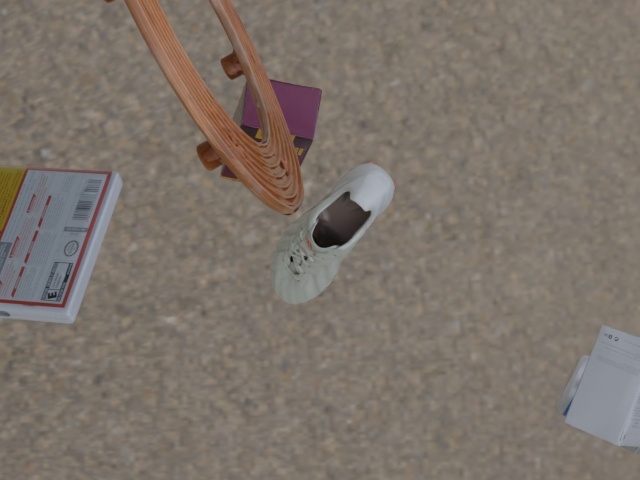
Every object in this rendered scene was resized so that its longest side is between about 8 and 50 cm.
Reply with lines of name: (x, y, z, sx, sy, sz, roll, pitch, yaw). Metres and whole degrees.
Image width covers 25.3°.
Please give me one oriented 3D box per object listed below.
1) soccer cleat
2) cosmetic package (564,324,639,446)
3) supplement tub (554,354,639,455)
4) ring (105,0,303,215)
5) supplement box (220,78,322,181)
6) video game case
soccer cleat: (0.000, 0.000, 1.356, 0.068, 0.196, 0.076, 41, 38, 1)
cosmetic package: (0.307, 0.144, 1.364, 0.239, 0.060, 0.098, 19, 90, -63)
supplement tub: (0.311, 0.175, 1.520, 0.107, 0.071, 0.071, 27, 58, 9)
ring: (-0.105, -0.167, 1.109, 0.336, 0.032, 0.336, 59, 11, -18)
supplement box: (-0.071, -0.147, 1.987, 0.104, 0.188, 0.080, 11, 67, -9)
video game case: (-0.391, -0.003, 1.656, 0.025, 0.285, 0.204, 75, 24, -52)
